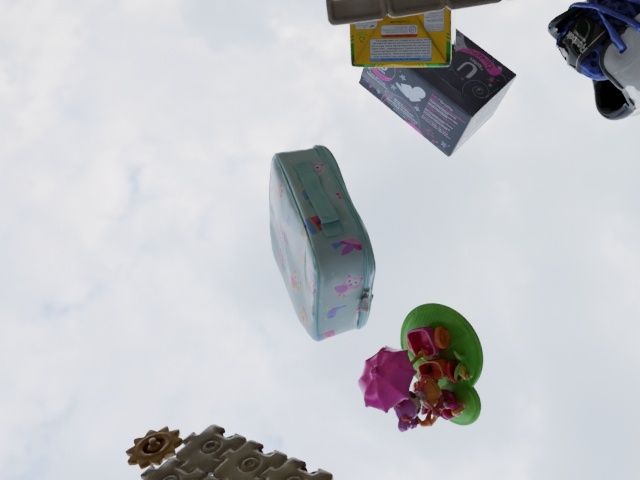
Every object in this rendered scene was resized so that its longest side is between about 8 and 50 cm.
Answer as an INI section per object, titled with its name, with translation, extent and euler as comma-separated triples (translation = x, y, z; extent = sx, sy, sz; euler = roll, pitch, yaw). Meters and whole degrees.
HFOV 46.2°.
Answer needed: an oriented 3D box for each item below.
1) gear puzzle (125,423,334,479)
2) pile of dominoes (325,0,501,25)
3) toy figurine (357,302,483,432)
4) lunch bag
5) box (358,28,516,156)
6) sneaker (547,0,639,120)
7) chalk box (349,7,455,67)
[gear puzzle]
translation = -0.155, 0.333, 1.024
extent = 0.339, 0.044, 0.175
euler = 9, -148, 40
[pile of dominoes]
translation = 0.098, -0.320, 0.729
extent = 0.251, 0.195, 0.040
euler = -9, -169, -4
[toy figurine]
translation = 0.118, 0.184, 0.953
extent = 0.130, 0.173, 0.159
euler = -17, -178, 44
[lunch bag]
translation = 0.000, 0.000, 1.156
extent = 0.108, 0.224, 0.279
euler = -11, -131, -16
[box]
translation = 0.229, -0.322, 1.485
extent = 0.247, 0.142, 0.163
euler = 42, -115, 11
[sneaker]
translation = 0.321, -0.228, 0.695
extent = 0.182, 0.315, 0.127
euler = -16, -135, -13
[chalk box]
translation = 0.120, -0.315, 1.039
extent = 0.132, 0.132, 0.213
euler = 2, -162, 13
